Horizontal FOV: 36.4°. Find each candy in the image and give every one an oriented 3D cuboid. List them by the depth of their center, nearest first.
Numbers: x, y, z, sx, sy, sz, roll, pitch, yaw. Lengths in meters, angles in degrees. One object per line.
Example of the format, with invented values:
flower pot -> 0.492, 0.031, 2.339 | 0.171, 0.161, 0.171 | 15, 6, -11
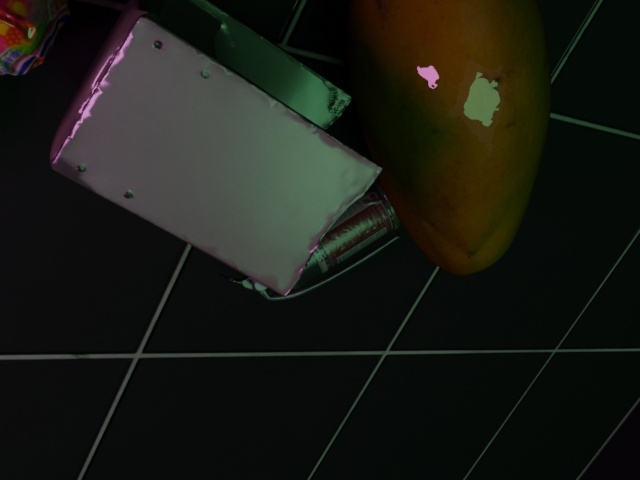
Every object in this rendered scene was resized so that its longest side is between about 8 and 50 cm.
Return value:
candy -> -0.365, -0.284, 0.831 | 0.124, 0.124, 0.365 | -40, 132, 0

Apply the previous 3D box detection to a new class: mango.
mango -> 0.159, -0.152, 1.184 | 0.232, 0.300, 0.445 | -16, 128, -2

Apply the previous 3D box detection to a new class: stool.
stool -> -0.105, -0.118, 0.987 | 0.270, 0.243, 0.170 | 31, 109, -17

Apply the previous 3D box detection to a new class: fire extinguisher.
fire extinguisher -> 0.000, 0.000, 1.368 | 0.294, 0.093, 0.118 | -32, 117, -9

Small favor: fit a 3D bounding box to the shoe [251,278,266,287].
shoe -> -0.038, -0.045, 1.223 | 0.095, 0.137, 0.245 | -8, 114, -32
